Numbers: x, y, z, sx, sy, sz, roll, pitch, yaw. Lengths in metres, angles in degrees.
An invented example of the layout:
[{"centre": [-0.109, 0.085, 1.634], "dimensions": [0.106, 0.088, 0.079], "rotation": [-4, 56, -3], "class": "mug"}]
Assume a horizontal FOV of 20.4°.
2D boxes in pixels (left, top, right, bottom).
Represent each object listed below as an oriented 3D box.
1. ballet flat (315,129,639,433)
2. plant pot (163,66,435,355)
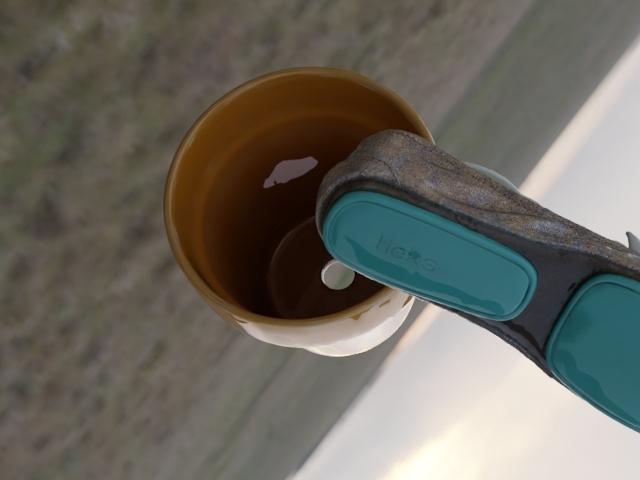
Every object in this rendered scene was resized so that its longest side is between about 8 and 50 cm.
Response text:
[{"centre": [0.149, 0.020, 1.108], "dimensions": [0.107, 0.316, 0.106], "rotation": [-55, -173, 35], "class": "ballet flat"}, {"centre": [0.000, 0.000, 1.362], "dimensions": [0.205, 0.205, 0.188], "rotation": [-51, 160, -12], "class": "plant pot"}]
